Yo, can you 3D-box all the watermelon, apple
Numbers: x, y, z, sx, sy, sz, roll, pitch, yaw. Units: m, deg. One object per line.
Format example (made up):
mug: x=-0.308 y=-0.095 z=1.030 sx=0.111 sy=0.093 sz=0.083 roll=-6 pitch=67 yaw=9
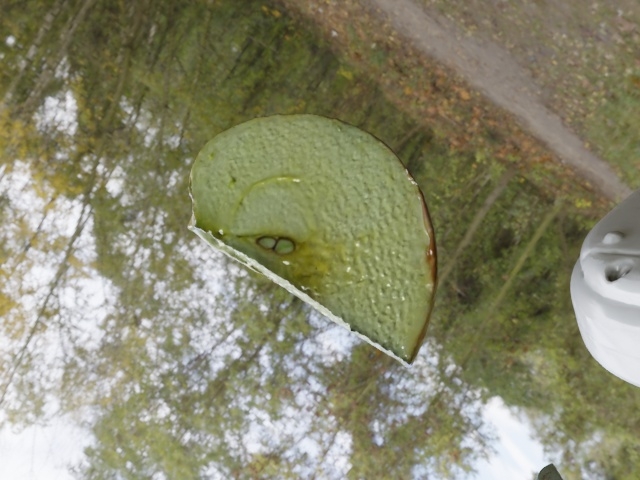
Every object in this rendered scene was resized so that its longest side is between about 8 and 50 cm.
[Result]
watermelon: x=0.425 y=0.455 z=1.226 sx=0.061 sy=0.085 sz=0.085 roll=-3 pitch=166 yaw=27
apple: x=0.000 y=0.000 z=0.797 sx=0.346 sy=0.254 sz=0.179 roll=31 pitch=-136 yaw=21

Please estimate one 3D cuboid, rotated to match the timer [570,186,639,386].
timer: x=0.287 y=-0.001 z=0.372 sx=0.237 sy=0.262 sz=0.087 roll=5 pitch=121 yaw=56
